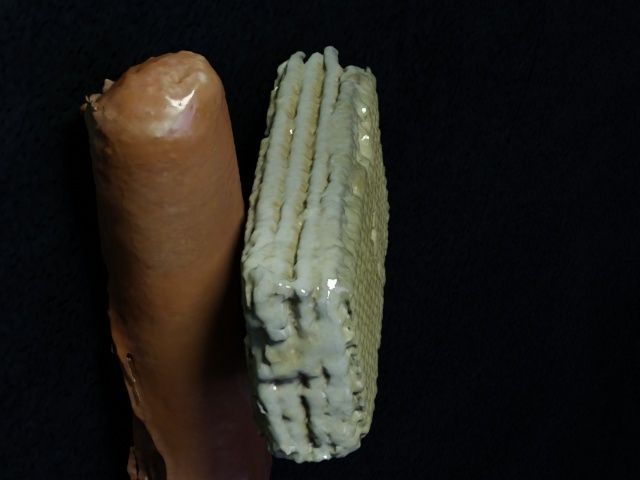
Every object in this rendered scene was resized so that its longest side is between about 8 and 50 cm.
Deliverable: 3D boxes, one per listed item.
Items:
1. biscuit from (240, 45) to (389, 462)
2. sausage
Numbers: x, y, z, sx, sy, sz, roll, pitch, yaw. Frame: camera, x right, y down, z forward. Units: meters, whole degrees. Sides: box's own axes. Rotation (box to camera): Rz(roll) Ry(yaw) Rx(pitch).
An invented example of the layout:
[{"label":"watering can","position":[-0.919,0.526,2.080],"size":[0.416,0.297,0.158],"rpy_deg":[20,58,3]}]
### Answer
[{"label":"biscuit","position":[0.000,0.000,0.900],"size":[0.239,0.062,0.108],"rpy_deg":[-84,170,-58]},{"label":"sausage","position":[-0.068,0.052,0.899],"size":[0.087,0.079,0.326],"rpy_deg":[-65,155,-55]}]
